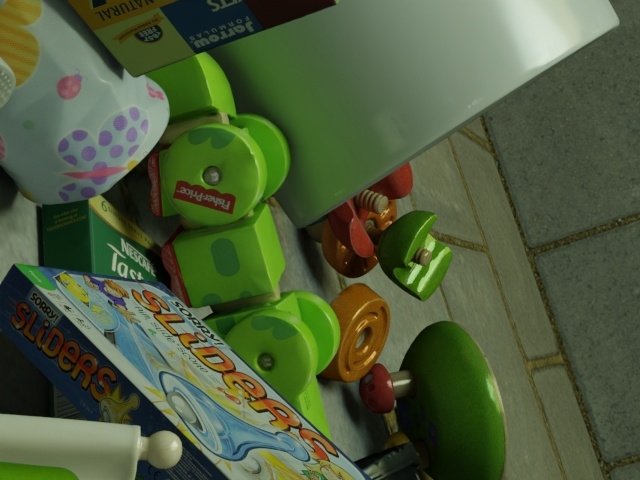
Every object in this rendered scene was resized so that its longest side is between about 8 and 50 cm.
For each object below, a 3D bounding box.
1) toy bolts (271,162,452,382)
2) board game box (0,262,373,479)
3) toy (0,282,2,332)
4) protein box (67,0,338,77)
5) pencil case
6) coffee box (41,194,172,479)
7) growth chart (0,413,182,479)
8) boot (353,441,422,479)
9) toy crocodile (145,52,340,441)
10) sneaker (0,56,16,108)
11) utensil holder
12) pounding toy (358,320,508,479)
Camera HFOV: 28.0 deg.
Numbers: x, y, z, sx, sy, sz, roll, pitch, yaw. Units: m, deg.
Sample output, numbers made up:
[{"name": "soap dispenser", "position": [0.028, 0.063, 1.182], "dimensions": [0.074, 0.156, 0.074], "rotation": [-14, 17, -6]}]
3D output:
[{"name": "toy bolts", "position": [0.000, 0.000, 1.261], "dimensions": [0.218, 0.158, 0.228], "rotation": [-54, 147, -21]}, {"name": "board game box", "position": [-0.071, 0.089, 0.695], "dimensions": [0.201, 0.035, 0.136], "rotation": [40, 13, 26]}, {"name": "toy", "position": [-0.210, -0.010, 0.635], "dimensions": [0.237, 0.056, 0.136], "rotation": [-18, 89, -74]}, {"name": "protein box", "position": [-0.094, -0.242, 0.718], "dimensions": [0.200, 0.136, 0.201], "rotation": [52, 28, -47]}, {"name": "pencil case", "position": [-0.197, -0.146, 0.740], "dimensions": [0.273, 0.113, 0.124], "rotation": [58, 2, -35]}, {"name": "coffee box", "position": [-0.131, 0.067, 0.825], "dimensions": [0.113, 0.040, 0.184], "rotation": [48, 26, -52]}, {"name": "growth chart", "position": [-0.127, 0.181, 0.514], "dimensions": [0.021, 0.172, 0.237], "rotation": [142, -56, -73]}, {"name": "boot", "position": [0.075, 0.289, 1.131], "dimensions": [0.246, 0.094, 0.207], "rotation": [25, 43, -76]}, {"name": "toy crocodile", "position": [-0.061, 0.019, 0.887], "dimensions": [0.115, 0.105, 0.340], "rotation": [-50, 125, -75]}, {"name": "sneaker", "position": [-0.223, -0.104, 0.662], "dimensions": [0.134, 0.051, 0.070], "rotation": [6, 41, -53]}, {"name": "utensil holder", "position": [0.007, -0.250, 1.011], "dimensions": [0.385, 0.328, 0.327], "rotation": [57, 16, 0]}, {"name": "pounding toy", "position": [0.094, 0.195, 1.314], "dimensions": [0.237, 0.110, 0.183], "rotation": [106, -31, -52]}]
